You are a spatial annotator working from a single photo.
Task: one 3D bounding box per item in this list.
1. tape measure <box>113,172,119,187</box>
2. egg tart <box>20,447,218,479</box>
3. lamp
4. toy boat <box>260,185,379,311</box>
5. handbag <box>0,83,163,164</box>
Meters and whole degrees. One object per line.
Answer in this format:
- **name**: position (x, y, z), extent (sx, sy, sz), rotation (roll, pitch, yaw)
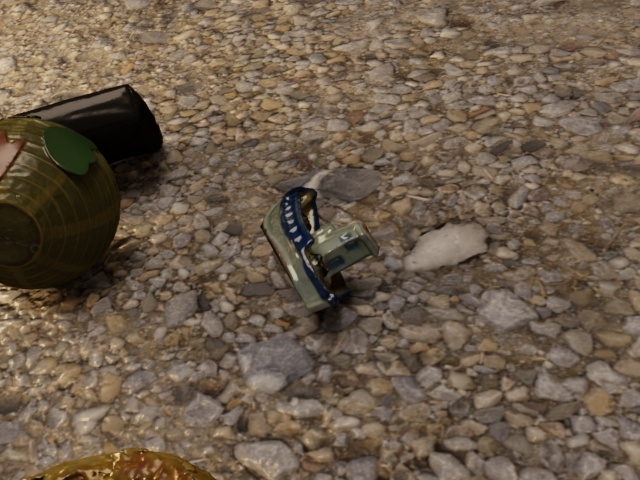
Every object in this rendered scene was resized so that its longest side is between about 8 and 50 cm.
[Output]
- **tape measure**: position (-0.370, -0.084, 1.642), extent (0.091, 0.054, 0.094), rotation (-15, 26, 9)
- **egg tart**: position (-0.210, 0.319, 0.957), extent (0.290, 0.115, 0.290), rotation (-11, 32, 7)
- **lamp**: position (-0.402, -0.063, 1.470), extent (0.250, 0.250, 0.284), rotation (-10, 22, 10)
- **toy boat**: position (0.000, 0.000, 1.308), extent (0.115, 0.114, 0.262), rotation (-33, 31, 0)
- **handbag**: position (-0.385, -0.156, 1.655), extent (0.247, 0.223, 0.080), rotation (-16, 77, -1)
